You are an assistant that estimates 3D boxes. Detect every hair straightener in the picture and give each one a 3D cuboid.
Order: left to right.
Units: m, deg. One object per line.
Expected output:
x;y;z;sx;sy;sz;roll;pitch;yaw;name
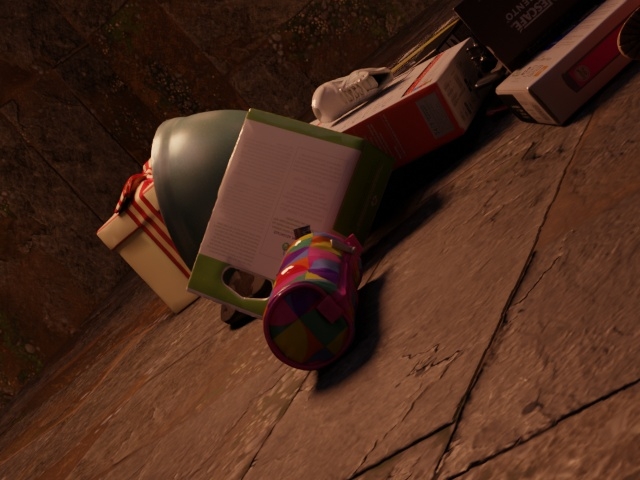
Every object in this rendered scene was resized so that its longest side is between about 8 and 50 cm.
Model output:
0.243;-0.242;1.795;0.047;0.089;0.230;-22;13;21;hair straightener

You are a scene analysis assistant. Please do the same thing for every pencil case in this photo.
-0.004;0.058;1.396;0.104;0.104;0.236;-40;11;14;pencil case

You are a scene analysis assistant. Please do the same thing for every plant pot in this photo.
-0.108;-0.084;2.025;0.196;0.293;0.293;-18;17;20;plant pot

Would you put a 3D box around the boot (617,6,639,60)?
0.366;-0.234;1.338;0.158;0.059;0.084;-35;4;-10;boot

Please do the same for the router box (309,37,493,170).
0.086;-0.165;1.866;0.301;0.082;0.335;-26;10;22;router box

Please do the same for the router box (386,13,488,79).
0.177;-0.297;2.360;0.309;0.081;0.243;-34;12;43;router box

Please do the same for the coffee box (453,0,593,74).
0.270;-0.289;1.644;0.141;0.098;0.246;-42;-9;12;coffee box

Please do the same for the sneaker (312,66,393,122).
0.046;-0.217;1.846;0.061;0.053;0.152;-15;17;48;sneaker

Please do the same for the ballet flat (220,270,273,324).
-0.090;0.073;1.855;0.250;0.058;0.084;144;135;-63;ballet flat

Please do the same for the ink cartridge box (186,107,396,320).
-0.042;-0.022;1.657;0.097;0.189;0.255;24;-95;-58;ink cartridge box

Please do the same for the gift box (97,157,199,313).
-0.243;-0.064;2.489;0.276;0.258;0.255;-39;10;25;gift box

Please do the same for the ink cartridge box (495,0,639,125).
0.371;-0.278;1.480;0.371;0.069;0.176;-44;7;2;ink cartridge box
